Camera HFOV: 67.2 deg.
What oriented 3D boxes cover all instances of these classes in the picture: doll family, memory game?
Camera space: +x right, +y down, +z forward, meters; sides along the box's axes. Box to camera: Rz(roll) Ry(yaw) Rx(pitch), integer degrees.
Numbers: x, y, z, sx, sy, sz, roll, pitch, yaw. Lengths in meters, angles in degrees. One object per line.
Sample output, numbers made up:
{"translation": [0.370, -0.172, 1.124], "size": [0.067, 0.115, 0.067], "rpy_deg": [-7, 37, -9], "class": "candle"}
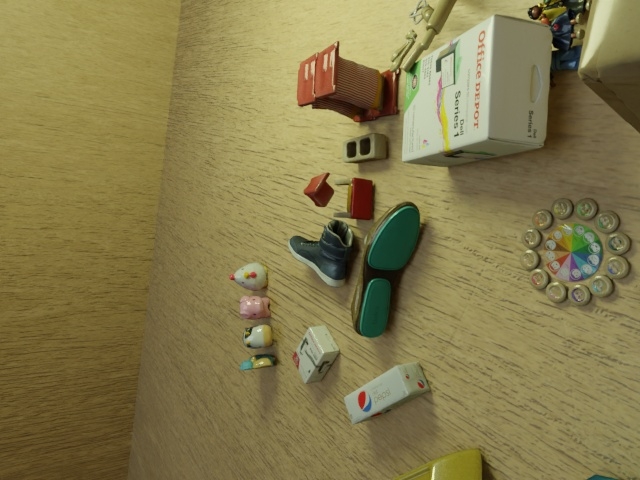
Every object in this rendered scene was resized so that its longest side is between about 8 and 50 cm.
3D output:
{"translation": [0.395, -0.363, 0.816], "size": [0.111, 0.076, 0.193], "rpy_deg": [9, 98, 49], "class": "doll family"}
{"translation": [0.420, 0.018, 0.812], "size": [0.186, 0.012, 0.186], "rpy_deg": [-3, 86, 53], "class": "memory game"}

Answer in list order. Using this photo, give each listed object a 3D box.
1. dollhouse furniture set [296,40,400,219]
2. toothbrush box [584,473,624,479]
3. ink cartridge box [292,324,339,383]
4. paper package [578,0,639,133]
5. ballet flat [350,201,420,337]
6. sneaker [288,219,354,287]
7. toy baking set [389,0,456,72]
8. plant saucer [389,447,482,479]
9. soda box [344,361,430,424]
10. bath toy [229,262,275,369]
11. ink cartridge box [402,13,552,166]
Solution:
{"translation": [0.062, -0.241, 1.150], "size": [0.152, 0.201, 0.374], "rpy_deg": [0, 88, 53], "class": "dollhouse furniture set"}
{"translation": [0.447, 0.404, 0.588], "size": [0.295, 0.216, 0.126], "rpy_deg": [-18, 74, 51], "class": "toothbrush box"}
{"translation": [-0.015, 0.318, 1.347], "size": [0.099, 0.056, 0.135], "rpy_deg": [56, 131, 40], "class": "ink cartridge box"}
{"translation": [0.449, -0.279, 0.518], "size": [0.168, 0.309, 0.325], "rpy_deg": [13, 89, 53], "class": "paper package"}
{"translation": [0.137, 0.059, 1.133], "size": [0.124, 0.116, 0.342], "rpy_deg": [-126, 44, -65], "class": "ballet flat"}
{"translation": [0.002, 0.000, 1.303], "size": [0.226, 0.086, 0.163], "rpy_deg": [36, 128, 38], "class": "sneaker"}
{"translation": [0.212, -0.455, 0.992], "size": [0.256, 0.030, 0.197], "rpy_deg": [-61, 19, -2], "class": "toy baking set"}
{"translation": [0.162, 0.581, 0.916], "size": [0.333, 0.081, 0.333], "rpy_deg": [-52, 11, 40], "class": "plant saucer"}
{"translation": [0.148, 0.354, 1.111], "size": [0.216, 0.074, 0.069], "rpy_deg": [-47, 52, 41], "class": "soda box"}
{"translation": [-0.223, 0.240, 1.574], "size": [0.151, 0.129, 0.348], "rpy_deg": [-26, 67, 50], "class": "bath toy"}
{"translation": [0.269, -0.254, 0.884], "size": [0.278, 0.117, 0.201], "rpy_deg": [-175, 88, -70], "class": "ink cartridge box"}
